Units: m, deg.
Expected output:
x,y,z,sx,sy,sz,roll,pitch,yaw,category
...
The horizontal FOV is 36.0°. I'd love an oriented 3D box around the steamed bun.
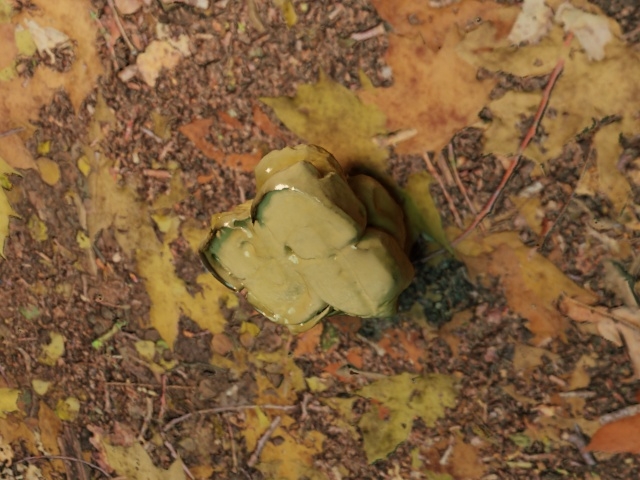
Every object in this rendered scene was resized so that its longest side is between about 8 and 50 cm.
x,y,z,sx,sy,sz,roll,pitch,yaw,category
0.000,0.000,0.932,0.192,0.106,0.177,37,135,-7,steamed bun
